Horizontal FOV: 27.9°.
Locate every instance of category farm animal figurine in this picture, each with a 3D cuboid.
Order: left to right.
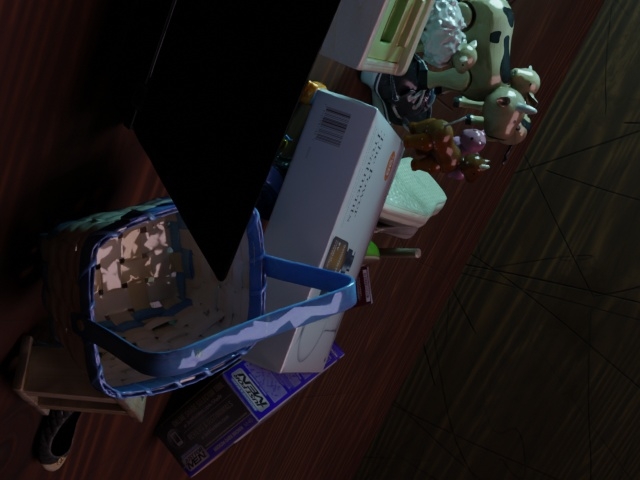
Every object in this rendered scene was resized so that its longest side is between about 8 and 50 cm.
[{"bbox_3d":[0.258,-0.239,2.005,0.330,0.172,0.326,-36,123,-61],"label":"farm animal figurine"}]

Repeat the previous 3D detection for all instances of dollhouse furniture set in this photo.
[{"bbox_3d":[-0.270,0.109,1.528,0.129,0.129,0.183,83,12,-69],"label":"dollhouse furniture set"}]

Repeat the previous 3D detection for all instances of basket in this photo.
[{"bbox_3d":[-0.139,0.057,1.337,0.255,0.289,0.201,-16,108,-36],"label":"basket"}]

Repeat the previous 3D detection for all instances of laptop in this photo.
[{"bbox_3d":[-0.027,-0.231,1.307,0.408,0.236,0.382,-34,154,-57],"label":"laptop"}]

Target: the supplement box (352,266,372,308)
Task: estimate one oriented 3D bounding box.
[{"bbox_3d":[-0.004,0.091,2.247,0.239,0.130,0.073,-4,87,-71],"label":"supplement box"}]

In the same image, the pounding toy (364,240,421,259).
[{"bbox_3d":[0.024,-0.013,2.147,0.237,0.183,0.110,-1,83,-39],"label":"pounding toy"}]

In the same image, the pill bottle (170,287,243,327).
[{"bbox_3d":[-0.129,0.095,1.913,0.193,0.108,0.108,-44,161,-42],"label":"pill bottle"}]

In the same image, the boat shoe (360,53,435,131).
[{"bbox_3d":[0.136,-0.249,2.068,0.108,0.102,0.301,-54,165,-12],"label":"boat shoe"}]

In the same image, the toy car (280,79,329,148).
[{"bbox_3d":[-0.025,-0.173,1.825,0.122,0.040,0.060,-57,166,-4],"label":"toy car"}]

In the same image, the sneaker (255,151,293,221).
[{"bbox_3d":[-0.063,-0.089,1.824,0.232,0.081,0.090,63,47,-73],"label":"sneaker"}]

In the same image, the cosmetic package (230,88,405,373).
[{"bbox_3d":[0.000,0.000,1.832,0.284,0.097,0.377,25,85,-79],"label":"cosmetic package"}]

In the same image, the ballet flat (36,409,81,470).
[{"bbox_3d":[-0.331,0.243,1.678,0.057,0.049,0.173,-36,155,-52],"label":"ballet flat"}]

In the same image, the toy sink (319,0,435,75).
[{"bbox_3d":[0.063,-0.300,1.628,0.152,0.131,0.234,-67,164,11],"label":"toy sink"}]

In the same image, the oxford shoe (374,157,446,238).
[{"bbox_3d":[0.114,-0.069,2.296,0.130,0.169,0.449,-40,171,14],"label":"oxford shoe"}]

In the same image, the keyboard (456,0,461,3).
[{"bbox_3d":[0.218,-0.425,2.114,0.201,0.033,0.317,-64,165,0],"label":"keyboard"}]

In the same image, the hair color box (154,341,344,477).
[{"bbox_3d":[-0.114,0.259,2.210,0.185,0.110,0.339,-42,173,29],"label":"hair color box"}]

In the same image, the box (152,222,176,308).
[{"bbox_3d":[-0.198,0.035,1.703,0.186,0.038,0.145,-51,164,-28],"label":"box"}]
